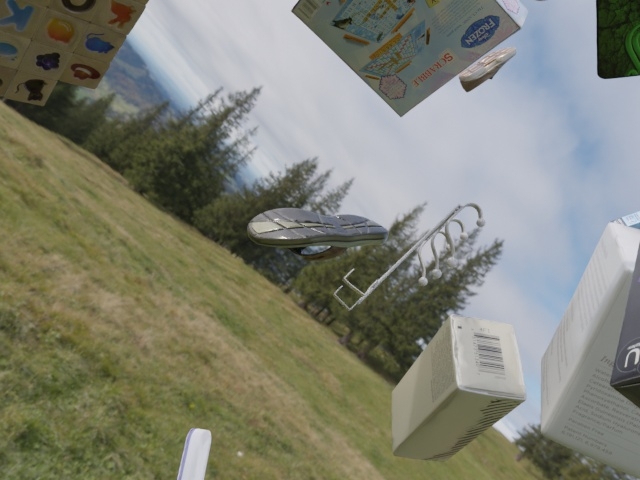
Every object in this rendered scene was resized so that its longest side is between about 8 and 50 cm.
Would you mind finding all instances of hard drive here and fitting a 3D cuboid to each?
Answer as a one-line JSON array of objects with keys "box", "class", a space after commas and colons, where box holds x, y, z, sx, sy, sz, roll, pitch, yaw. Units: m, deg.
[{"box": [-0.237, 0.479, 0.914, 0.040, 0.210, 0.319, 11, -38, -8], "class": "hard drive"}]

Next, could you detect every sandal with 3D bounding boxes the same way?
[{"box": [0.002, 0.001, 1.056, 0.302, 0.086, 0.120, 3, 29, -27], "class": "sandal"}]

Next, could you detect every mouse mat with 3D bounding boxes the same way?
[{"box": [0.494, -0.329, 0.784, 0.152, 0.007, 0.190, 2, -41, 31], "class": "mouse mat"}]

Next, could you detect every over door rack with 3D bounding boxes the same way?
[{"box": [0.195, 0.059, 1.159, 0.108, 0.324, 0.239, 57, -12, 11], "class": "over door rack"}]

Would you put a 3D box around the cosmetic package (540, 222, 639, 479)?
[{"box": [0.680, 0.227, 1.071, 0.327, 0.394, 0.329, 22, 24, 16], "class": "cosmetic package"}]

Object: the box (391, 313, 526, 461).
[{"box": [0.186, 0.226, 0.771, 0.094, 0.113, 0.275, 10, -38, -5], "class": "box"}]

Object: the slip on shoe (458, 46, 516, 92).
[{"box": [0.358, -0.364, 1.124, 0.041, 0.135, 0.051, 61, -7, -30], "class": "slip on shoe"}]

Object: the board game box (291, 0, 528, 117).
[{"box": [0.151, -0.427, 0.982, 0.318, 0.066, 0.318, 40, -34, -16], "class": "board game box"}]

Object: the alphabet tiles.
[{"box": [-0.372, -0.305, 0.661, 0.285, 0.342, 0.011, 1, 56, -50], "class": "alphabet tiles"}]

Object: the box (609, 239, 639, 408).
[{"box": [0.462, 0.088, 0.593, 0.165, 0.270, 0.143, 38, -35, -1], "class": "box"}]

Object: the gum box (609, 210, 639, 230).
[{"box": [0.784, -0.009, 1.214, 0.157, 0.184, 0.041, 56, 22, -29], "class": "gum box"}]
